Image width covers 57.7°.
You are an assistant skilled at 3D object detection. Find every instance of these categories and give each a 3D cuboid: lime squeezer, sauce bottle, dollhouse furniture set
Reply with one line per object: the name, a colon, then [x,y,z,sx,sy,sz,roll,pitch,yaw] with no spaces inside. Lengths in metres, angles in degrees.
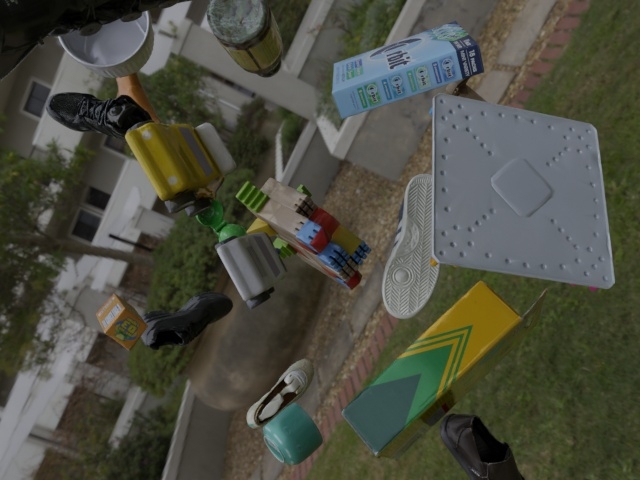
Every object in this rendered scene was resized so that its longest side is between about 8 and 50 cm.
lime squeezer: [-0.183,-0.038,1.128,0.059,0.310,0.110,-43,3,-35]
sauce bottle: [-0.131,-0.386,1.123,0.344,0.111,0.111,-67,2,-87]
dollhouse furniture set: [0.447,-0.429,1.707,0.144,0.123,0.151,-43,-9,-19]

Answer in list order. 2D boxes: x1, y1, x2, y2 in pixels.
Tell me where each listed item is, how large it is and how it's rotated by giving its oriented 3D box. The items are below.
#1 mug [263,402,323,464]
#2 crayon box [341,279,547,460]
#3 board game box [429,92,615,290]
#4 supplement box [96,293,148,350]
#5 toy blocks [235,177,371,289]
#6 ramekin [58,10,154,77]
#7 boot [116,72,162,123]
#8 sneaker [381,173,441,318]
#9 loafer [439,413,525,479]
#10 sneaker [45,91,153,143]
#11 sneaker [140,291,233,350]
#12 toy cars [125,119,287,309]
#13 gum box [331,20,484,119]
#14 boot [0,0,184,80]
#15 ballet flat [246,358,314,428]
mug: [-0.076,0.461,1.365,0.097,0.129,0.158,-35,-12,-28]
crayon box: [0.189,0.183,0.858,0.318,0.081,0.202,-42,-26,-4]
board game box: [0.413,-0.103,1.225,0.050,0.390,0.390,120,156,-65]
supplement box: [-0.492,0.197,1.431,0.080,0.078,0.233,-51,23,-11]
toy blocks: [0.000,0.000,1.429,0.261,0.381,0.190,30,79,41]
ramekin: [-0.484,-0.476,1.336,0.109,0.207,0.207,117,176,-83]
boot: [-0.572,-0.437,1.786,0.295,0.104,0.211,31,132,51]
sneaker: [0.237,0.020,1.420,0.148,0.131,0.350,33,-108,-80]
loafer: [0.295,0.385,0.981,0.080,0.220,0.078,-40,-3,-40]
sneaker: [-0.444,-0.261,1.178,0.130,0.227,0.087,139,149,-72]
sneaker: [-0.379,0.243,1.673,0.130,0.286,0.109,38,143,50]
toy cars: [-0.117,-0.031,0.758,0.087,0.393,0.176,-29,49,0]
gum box: [0.109,-0.231,0.778,0.184,0.041,0.157,-17,28,11]
boot: [-0.432,-0.419,1.033,0.445,0.146,0.367,-39,24,-31]
ballet flat: [-0.066,0.289,1.086,0.168,0.057,0.052,-44,3,-23]
